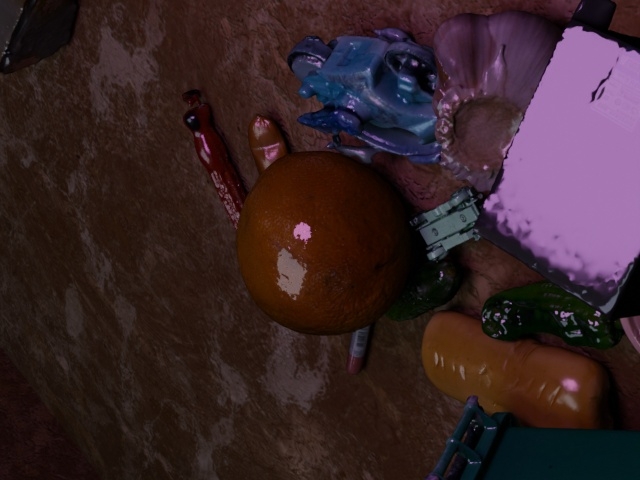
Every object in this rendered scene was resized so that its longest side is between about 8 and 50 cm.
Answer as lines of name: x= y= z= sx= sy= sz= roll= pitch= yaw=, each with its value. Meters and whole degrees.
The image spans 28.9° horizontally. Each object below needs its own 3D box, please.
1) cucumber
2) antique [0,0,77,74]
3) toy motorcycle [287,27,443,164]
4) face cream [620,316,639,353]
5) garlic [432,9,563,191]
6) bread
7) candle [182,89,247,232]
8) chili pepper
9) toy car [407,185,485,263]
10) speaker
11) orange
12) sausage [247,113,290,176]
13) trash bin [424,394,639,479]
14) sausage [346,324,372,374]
cucumber: x=0.141 y=0.075 z=1.776 sx=0.069 sy=0.069 sz=0.227 roll=55 pitch=152 yaw=3
antique: x=-0.496 y=-0.431 z=2.137 sx=0.125 sy=0.150 sz=0.284 roll=50 pitch=140 yaw=12
toy motorcycle: x=0.082 y=-0.180 z=1.565 sx=0.260 sy=0.154 sz=0.206 roll=10 pitch=149 yaw=45
face cream: x=0.415 y=0.070 z=1.352 sx=0.149 sy=0.104 sz=0.149 roll=34 pitch=142 yaw=32
garlic: x=0.202 y=-0.124 z=1.391 sx=0.207 sy=0.207 sz=0.257 roll=36 pitch=150 yaw=30
bread: x=0.261 y=0.192 z=1.693 sx=0.305 sy=0.091 sz=0.142 roll=18 pitch=126 yaw=45
candle: x=-0.154 y=-0.090 z=2.039 sx=0.048 sy=0.051 sz=0.329 roll=1 pitch=118 yaw=57
chili pepper: x=0.300 y=0.096 z=1.570 sx=0.257 sy=0.074 sz=0.100 roll=2 pitch=112 yaw=59
toy car: x=0.177 y=-0.025 z=1.644 sx=0.073 sy=0.054 sz=0.143 roll=59 pitch=147 yaw=1
speaker: x=0.315 y=-0.077 z=1.183 sx=0.184 sy=0.232 sz=0.254 roll=34 pitch=110 yaw=32
orange: x=0.000 y=0.000 z=1.729 sx=0.264 sy=0.264 sz=0.264 roll=34 pitch=142 yaw=32
sausage: x=-0.069 y=-0.112 z=1.903 sx=0.062 sy=0.054 sz=0.183 roll=-12 pitch=109 yaw=23
trash bin: x=0.339 y=0.341 z=1.489 sx=0.381 sy=0.259 sz=0.295 roll=-11 pitch=114 yaw=31
sausage: x=0.065 y=0.147 z=1.973 sx=0.029 sy=0.029 sz=0.223 roll=40 pitch=145 yaw=25
